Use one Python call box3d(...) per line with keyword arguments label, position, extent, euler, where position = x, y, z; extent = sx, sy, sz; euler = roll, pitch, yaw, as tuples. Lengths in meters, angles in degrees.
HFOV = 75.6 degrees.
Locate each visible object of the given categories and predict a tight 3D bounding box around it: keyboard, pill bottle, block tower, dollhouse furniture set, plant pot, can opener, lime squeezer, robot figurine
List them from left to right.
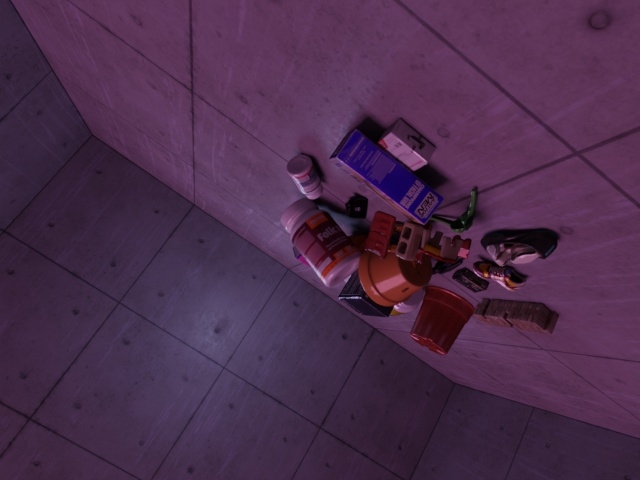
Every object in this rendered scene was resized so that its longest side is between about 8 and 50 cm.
box3d(label="pill bottle", position=(-0.056, -0.251, 1.672), extent=(0.108, 0.108, 0.180), euler=(22, 161, 32))
box3d(label="pill bottle", position=(0.000, 0.000, 1.919), extent=(0.392, 0.224, 0.224), euler=(51, 169, 18))
box3d(label="keyboard", position=(0.150, -0.149, 1.745), extent=(0.100, 0.038, 0.192), euler=(7, 159, 5))
box3d(label="robot figurine", position=(0.175, 0.033, 2.030), extent=(0.158, 0.128, 0.219), euler=(4, 175, -26))
box3d(label="plant pot", position=(0.338, 0.122, 1.774), extent=(0.291, 0.291, 0.203), euler=(38, 145, -17))
box3d(label="pill bottle", position=(0.427, 0.301, 2.221), extent=(0.187, 0.188, 0.334), euler=(32, 164, 1))
box3d(label="dollhouse furniture set", position=(0.341, 0.023, 1.394), extent=(0.201, 0.152, 0.374), euler=(8, -168, -30))
box3d(label="plant pot", position=(0.601, 0.415, 2.092), extent=(0.272, 0.265, 0.272), euler=(29, 164, 10))
box3d(label="can opener", position=(0.529, 0.106, 1.712), extent=(0.059, 0.073, 0.186), euler=(41, 153, -4))
box3d(label="lime squeezer", position=(0.455, -0.083, 1.343), extent=(0.110, 0.058, 0.310), euler=(63, 166, 5))
box3d(label="block tower", position=(0.805, 0.311, 1.729), extent=(0.097, 0.091, 0.335), euler=(38, 162, -19))

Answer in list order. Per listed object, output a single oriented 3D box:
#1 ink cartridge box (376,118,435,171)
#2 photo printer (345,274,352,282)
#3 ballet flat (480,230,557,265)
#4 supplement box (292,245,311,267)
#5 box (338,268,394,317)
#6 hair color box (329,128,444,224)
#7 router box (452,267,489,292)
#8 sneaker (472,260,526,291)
box3d(label="ink cartridge box", position=(0.241, -0.267, 1.171), extent=(0.135, 0.056, 0.099), euler=(36, 165, -11))
box3d(label="photo printer", position=(0.210, 0.208, 2.443), extent=(0.256, 0.107, 0.307), euler=(38, 167, 27))
box3d(label="ballet flat", position=(0.594, 0.026, 1.290), extent=(0.095, 0.096, 0.280), euler=(36, 163, -14))
box3d(label="supplement box", position=(-0.048, 0.092, 2.522), extent=(0.220, 0.114, 0.111), euler=(36, -161, -35))
box3d(label="box", position=(0.276, 0.212, 2.052), extent=(0.182, 0.296, 0.294), euler=(36, 164, -10))
box3d(label="hair color box", position=(0.197, -0.194, 1.285), extent=(0.338, 0.110, 0.185), euler=(34, -176, -9))
box3d(label="router box", position=(0.628, 0.168, 1.734), extent=(0.122, 0.038, 0.092), euler=(32, 164, 0))
box3d(label="sneaker", position=(0.655, 0.117, 1.510), extent=(0.185, 0.070, 0.084), euler=(24, 154, 7))
